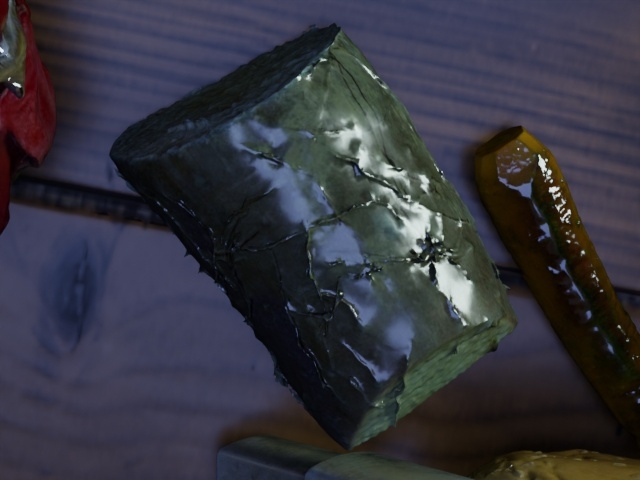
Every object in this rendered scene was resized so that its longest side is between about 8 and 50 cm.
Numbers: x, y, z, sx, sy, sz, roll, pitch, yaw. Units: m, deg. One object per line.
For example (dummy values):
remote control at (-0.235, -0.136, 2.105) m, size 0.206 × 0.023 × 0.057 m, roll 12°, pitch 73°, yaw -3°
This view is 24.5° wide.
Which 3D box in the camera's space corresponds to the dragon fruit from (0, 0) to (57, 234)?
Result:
dragon fruit at (-0.335, -0.113, 0.959) m, size 0.329 × 0.329 × 0.329 m, roll 0°, pitch 98°, yaw -3°

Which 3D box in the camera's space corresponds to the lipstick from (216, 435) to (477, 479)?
lipstick at (0.020, 0.191, 1.060) m, size 0.077 × 0.253 × 0.079 m, roll -8°, pitch 99°, yaw -36°

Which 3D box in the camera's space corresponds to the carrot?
carrot at (0.211, 0.057, 1.148) m, size 0.066 × 0.066 × 0.314 m, roll -30°, pitch 102°, yaw 1°

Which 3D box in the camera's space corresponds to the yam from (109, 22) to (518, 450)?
yam at (0.003, 0.000, 1.065) m, size 0.202 × 0.201 × 0.271 m, roll -33°, pitch 105°, yaw 3°

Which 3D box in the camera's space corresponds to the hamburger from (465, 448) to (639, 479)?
hamburger at (0.233, 0.227, 1.068) m, size 0.283 × 0.259 × 0.144 m, roll 2°, pitch 90°, yaw 8°
